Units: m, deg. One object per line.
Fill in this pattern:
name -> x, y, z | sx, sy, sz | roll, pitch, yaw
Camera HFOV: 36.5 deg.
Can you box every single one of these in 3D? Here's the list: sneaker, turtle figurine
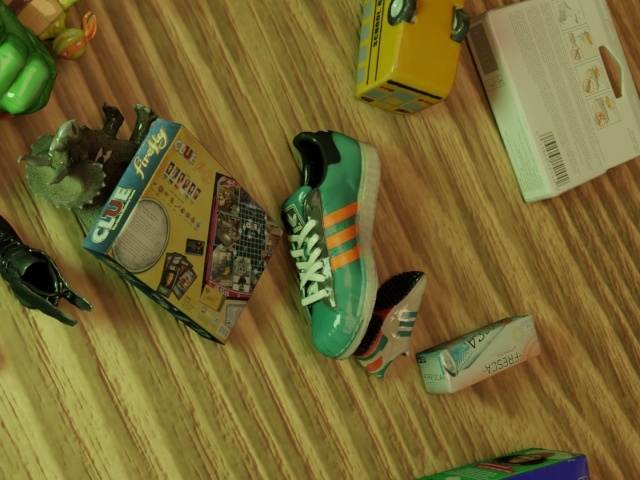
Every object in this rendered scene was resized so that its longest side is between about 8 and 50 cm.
sneaker -> 0.000, 0.000, 1.243 | 0.121, 0.108, 0.302 | 15, 66, -28
sneaker -> 0.102, 0.115, 1.317 | 0.161, 0.057, 0.075 | -53, 125, -28
turtle figurine -> -0.326, -0.284, 1.089 | 0.269, 0.087, 0.217 | -42, 100, 4
sneaker -> -0.322, 0.023, 1.048 | 0.051, 0.089, 0.170 | -44, 105, -29

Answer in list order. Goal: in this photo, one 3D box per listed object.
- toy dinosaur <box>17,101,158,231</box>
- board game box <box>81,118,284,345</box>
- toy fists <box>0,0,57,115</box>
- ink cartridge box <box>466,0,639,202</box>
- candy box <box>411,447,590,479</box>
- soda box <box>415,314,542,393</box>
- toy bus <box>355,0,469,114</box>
toy dinosaur -> -0.229, -0.056, 1.117 | 0.160, 0.121, 0.313 | -58, 143, -22
board game box -> -0.146, -0.003, 1.108 | 0.165, 0.042, 0.243 | -63, 144, -16
toy fists -> -0.377, -0.241, 0.975 | 0.096, 0.142, 0.279 | -38, 100, 11
ink cartridge box -> 0.382, -0.238, 1.531 | 0.261, 0.066, 0.296 | -22, 94, -32
candy box -> 0.224, 0.441, 1.289 | 0.317, 0.122, 0.268 | -6, 86, -33
soda box -> 0.227, 0.160, 1.375 | 0.183, 0.058, 0.062 | -17, 91, -33
toy bus -> 0.134, -0.357, 1.363 | 0.108, 0.130, 0.332 | 13, 75, -28
